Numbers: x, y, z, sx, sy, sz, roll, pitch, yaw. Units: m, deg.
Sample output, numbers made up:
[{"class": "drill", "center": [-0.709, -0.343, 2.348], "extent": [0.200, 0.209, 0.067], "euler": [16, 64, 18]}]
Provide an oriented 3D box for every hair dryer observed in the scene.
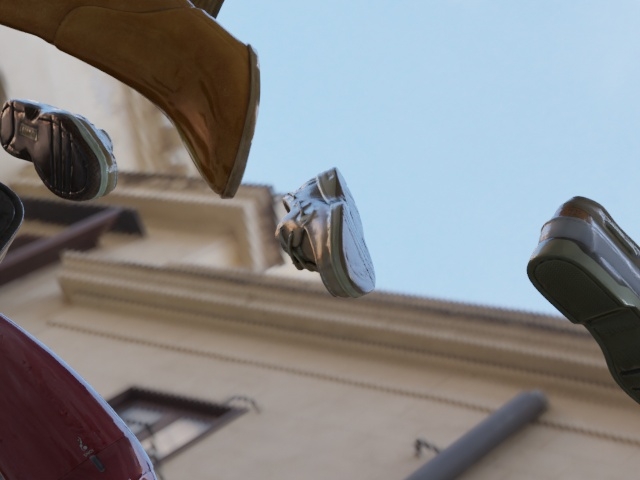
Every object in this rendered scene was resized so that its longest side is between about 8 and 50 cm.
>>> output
[{"class": "hair dryer", "center": [-0.176, 0.171, 0.968], "extent": [0.223, 0.080, 0.293], "euler": [-1, -67, 49]}]

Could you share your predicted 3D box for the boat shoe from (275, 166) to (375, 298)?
[{"class": "boat shoe", "center": [0.000, 0.000, 1.840], "extent": [0.098, 0.302, 0.109], "euler": [-22, -67, 6]}]

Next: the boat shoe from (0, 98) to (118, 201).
[{"class": "boat shoe", "center": [-0.210, -0.083, 1.290], "extent": [0.190, 0.072, 0.068], "euler": [36, -63, 50]}]

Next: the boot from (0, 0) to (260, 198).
[{"class": "boot", "center": [-0.164, -0.151, 1.137], "extent": [0.295, 0.211, 0.104], "euler": [-104, -149, -45]}]

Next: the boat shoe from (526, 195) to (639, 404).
[{"class": "boat shoe", "center": [0.339, 0.076, 1.568], "extent": [0.113, 0.103, 0.302], "euler": [-14, -53, 45]}]

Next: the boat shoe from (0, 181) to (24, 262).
[{"class": "boat shoe", "center": [-0.387, 0.064, 1.410], "extent": [0.111, 0.307, 0.104], "euler": [40, -47, 1]}]
